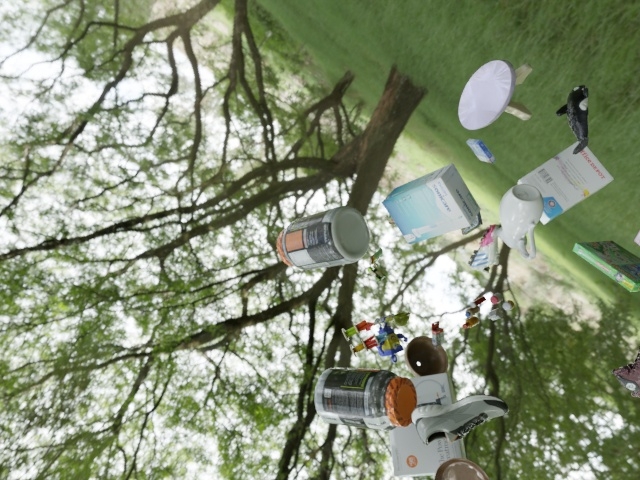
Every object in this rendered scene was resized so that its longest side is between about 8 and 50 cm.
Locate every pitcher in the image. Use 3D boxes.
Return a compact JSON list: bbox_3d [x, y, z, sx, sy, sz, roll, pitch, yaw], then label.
[{"bbox_3d":[0.632,-0.056,1.438,0.207,0.125,0.178,83,168,-46],"label":"pitcher"}]

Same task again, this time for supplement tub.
[{"bbox_3d":[0.000,0.000,1.612,0.193,0.316,0.194,10,-104,-41],"label":"supplement tub"},{"bbox_3d":[0.162,0.570,1.668,0.207,0.338,0.207,13,-108,-47],"label":"supplement tub"}]

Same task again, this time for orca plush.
[{"bbox_3d":[0.902,-0.440,1.657,0.102,0.287,0.151,0,162,28],"label":"orca plush"}]

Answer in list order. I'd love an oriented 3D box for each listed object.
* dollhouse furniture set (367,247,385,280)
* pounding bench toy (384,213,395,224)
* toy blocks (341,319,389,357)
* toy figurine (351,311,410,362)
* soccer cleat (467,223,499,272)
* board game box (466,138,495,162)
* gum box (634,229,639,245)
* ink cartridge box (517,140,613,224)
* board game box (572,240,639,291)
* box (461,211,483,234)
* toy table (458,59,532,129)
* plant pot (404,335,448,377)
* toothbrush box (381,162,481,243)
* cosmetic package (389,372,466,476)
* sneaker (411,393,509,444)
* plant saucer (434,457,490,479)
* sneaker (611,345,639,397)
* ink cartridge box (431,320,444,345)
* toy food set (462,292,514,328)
[{"bbox_3d":[0.251,0.111,1.996,0.058,0.076,0.152,41,152,29],"label":"dollhouse furniture set"},{"bbox_3d":[0.351,-0.103,2.168,0.083,0.052,0.065,8,175,-40],"label":"pounding bench toy"},{"bbox_3d":[0.173,0.358,1.758,0.123,0.148,0.054,64,-178,7],"label":"toy blocks"},{"bbox_3d":[0.319,0.479,2.210,0.362,0.191,0.217,-2,-113,-50],"label":"toy figurine"},{"bbox_3d":[0.920,0.047,2.495,0.143,0.331,0.116,26,-130,14],"label":"soccer cleat"},{"bbox_3d":[0.559,-0.313,1.608,0.090,0.020,0.090,46,-174,-17],"label":"board game box"},{"bbox_3d":[1.089,-0.059,1.441,0.107,0.188,0.062,-2,-144,-8],"label":"gum box"},{"bbox_3d":[0.973,-0.228,1.861,0.198,0.270,0.197,59,-166,15],"label":"ink cartridge box"},{"bbox_3d":[1.278,0.101,1.964,0.213,0.046,0.317,-3,-149,-17],"label":"board game box"},{"bbox_3d":[0.752,-0.097,2.311,0.027,0.137,0.094,4,-114,-20],"label":"box"},{"bbox_3d":[0.649,-0.534,1.695,0.160,0.274,0.252,-17,-105,-30],"label":"toy table"},{"bbox_3d":[0.534,0.626,2.399,0.237,0.110,0.237,9,-125,-12],"label":"plant pot"},{"bbox_3d":[0.420,-0.133,1.770,0.216,0.295,0.126,54,-129,-11],"label":"toothbrush box"},{"bbox_3d":[0.429,0.767,1.921,0.097,0.284,0.377,46,-147,-50],"label":"cosmetic package"},{"bbox_3d":[0.403,0.516,1.316,0.108,0.271,0.100,-97,-14,-48],"label":"sneaker"},{"bbox_3d":[0.504,0.863,1.628,0.198,0.198,0.036,46,-163,18],"label":"plant saucer"},{"bbox_3d":[1.094,0.421,1.593,0.106,0.162,0.281,-11,-90,-50],"label":"sneaker"},{"bbox_3d":[0.593,0.468,2.328,0.062,0.115,0.029,-10,-170,-36],"label":"ink cartridge box"},{"bbox_3d":[0.727,0.310,2.043,0.104,0.232,0.111,-15,-104,-43],"label":"toy food set"}]
